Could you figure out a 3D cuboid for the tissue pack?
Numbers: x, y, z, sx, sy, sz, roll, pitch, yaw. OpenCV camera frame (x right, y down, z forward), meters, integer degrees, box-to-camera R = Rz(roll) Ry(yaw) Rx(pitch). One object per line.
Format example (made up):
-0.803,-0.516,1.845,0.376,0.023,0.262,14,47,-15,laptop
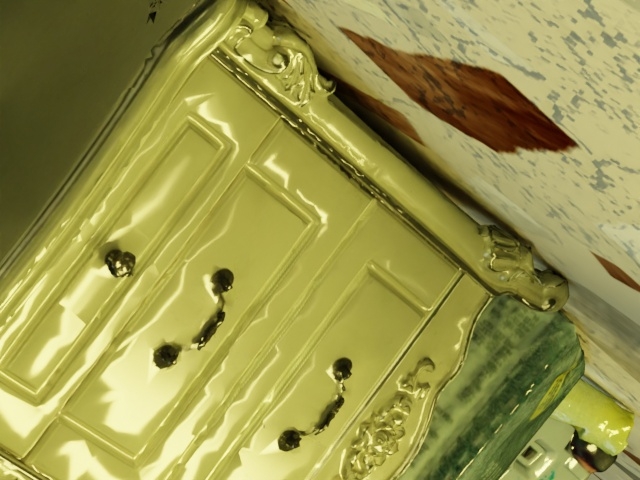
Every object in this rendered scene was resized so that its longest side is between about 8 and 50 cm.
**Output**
0.067,0.149,1.283,0.081,0.257,0.185,39,177,15,tissue pack

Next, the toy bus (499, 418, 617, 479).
0.106,0.158,1.711,0.288,0.194,0.232,41,-173,-47,toy bus

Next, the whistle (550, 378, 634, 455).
0.147,0.088,1.431,0.198,0.057,0.104,31,-173,-1,whistle

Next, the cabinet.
-0.086,0.028,1.053,0.318,0.290,0.227,40,175,-39,cabinet
